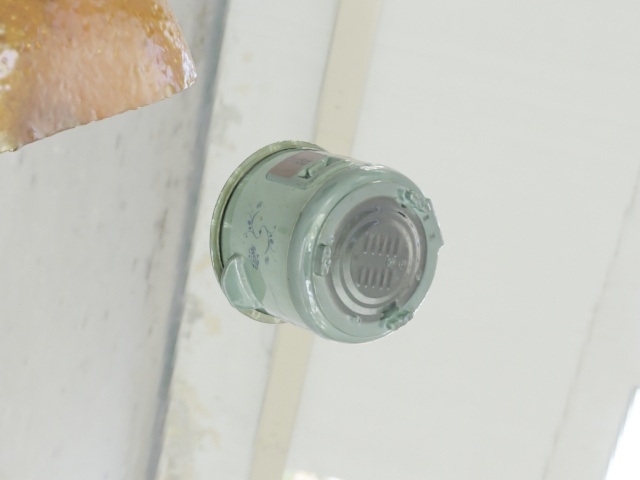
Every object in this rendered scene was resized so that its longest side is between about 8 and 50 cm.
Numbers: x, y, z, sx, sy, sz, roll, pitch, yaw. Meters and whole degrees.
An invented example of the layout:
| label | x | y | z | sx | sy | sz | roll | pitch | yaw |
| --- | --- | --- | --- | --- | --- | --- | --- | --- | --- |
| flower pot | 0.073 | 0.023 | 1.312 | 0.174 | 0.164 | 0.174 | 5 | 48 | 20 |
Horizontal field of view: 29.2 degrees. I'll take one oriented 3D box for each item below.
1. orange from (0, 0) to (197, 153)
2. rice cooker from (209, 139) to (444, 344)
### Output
| label | x | y | z | sx | sy | sz | roll | pitch | yaw |
| --- | --- | --- | --- | --- | --- | --- | --- | --- | --- |
| orange | -0.264 | -0.134 | 0.954 | 0.310 | 0.274 | 0.274 | -52 | 168 | -20 |
| rice cooker | 0.000 | 0.000 | 1.697 | 0.316 | 0.317 | 0.264 | -73 | 145 | -58 |
